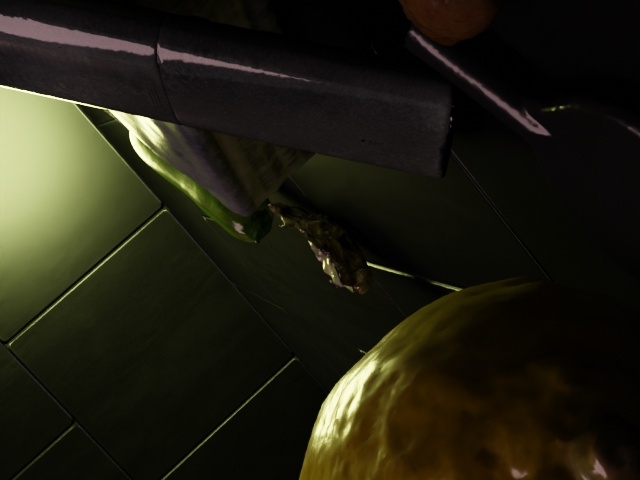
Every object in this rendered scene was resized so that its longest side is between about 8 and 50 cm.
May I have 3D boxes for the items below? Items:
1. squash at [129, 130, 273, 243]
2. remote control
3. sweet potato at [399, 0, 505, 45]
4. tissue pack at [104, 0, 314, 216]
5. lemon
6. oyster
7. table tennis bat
[{"bbox_3d":[-0.146,-0.088,1.387,0.292,0.082,0.082,38,166,40],"label":"squash"},{"bbox_3d":[-0.105,-0.105,0.664,0.378,0.044,0.107,12,164,9],"label":"remote control"},{"bbox_3d":[0.050,-0.135,0.408,0.065,0.051,0.218,49,170,16],"label":"sweet potato"},{"bbox_3d":[-0.161,-0.208,0.822,0.288,0.124,0.394,39,168,23],"label":"tissue pack"},{"bbox_3d":[0.117,0.153,0.651,0.285,0.285,0.316,41,137,36],"label":"lemon"},{"bbox_3d":[0.008,0.005,1.162,0.148,0.051,0.103,53,-175,25],"label":"oyster"},{"bbox_3d":[0.131,-0.036,0.530,0.236,0.027,0.150,43,170,19],"label":"table tennis bat"}]
